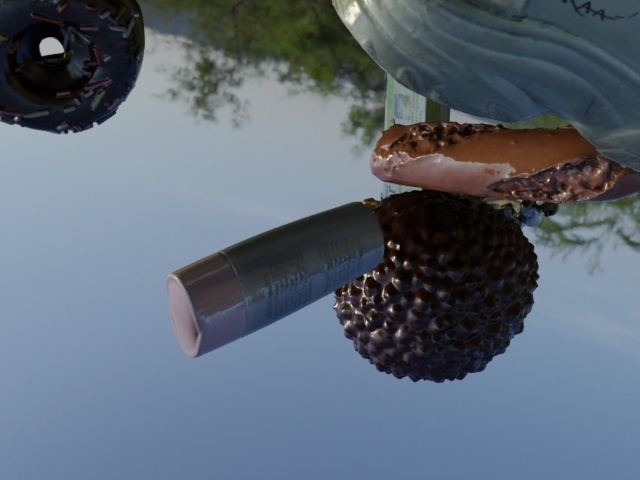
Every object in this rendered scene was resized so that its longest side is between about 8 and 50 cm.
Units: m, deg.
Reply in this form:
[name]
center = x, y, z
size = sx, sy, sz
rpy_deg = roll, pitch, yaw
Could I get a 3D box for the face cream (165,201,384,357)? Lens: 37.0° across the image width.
[face cream]
center = -0.037, 0.028, 0.824
size = 0.198, 0.084, 0.057
rpy_deg = -22, -147, -30

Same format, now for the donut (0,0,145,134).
[donut]
center = -0.364, -0.260, 1.296
size = 0.270, 0.269, 0.103
rpy_deg = 10, -148, -28

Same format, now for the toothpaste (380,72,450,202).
[toothpaste]
center = 0.143, -0.150, 1.446
size = 0.081, 0.336, 0.067
rpy_deg = 18, -154, 41

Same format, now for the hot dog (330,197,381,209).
[hot dog]
center = 0.000, 0.000, 1.641
size = 0.072, 0.269, 0.115
rpy_deg = 56, -151, -22

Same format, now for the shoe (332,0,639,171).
[shoe]
center = 0.198, -0.150, 0.519
size = 0.342, 0.210, 0.132
rpy_deg = 12, -133, -19

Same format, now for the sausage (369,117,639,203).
[sausage]
center = 0.178, -0.081, 0.974
size = 0.327, 0.079, 0.087
rpy_deg = 9, -159, 42

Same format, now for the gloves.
[gloves]
center = 0.277, -0.054, 1.405
size = 0.212, 0.127, 0.111
rpy_deg = 28, 157, 53

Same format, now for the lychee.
[lychee]
center = 0.153, 0.047, 1.257
size = 0.264, 0.300, 0.264
rpy_deg = 25, 155, 12
